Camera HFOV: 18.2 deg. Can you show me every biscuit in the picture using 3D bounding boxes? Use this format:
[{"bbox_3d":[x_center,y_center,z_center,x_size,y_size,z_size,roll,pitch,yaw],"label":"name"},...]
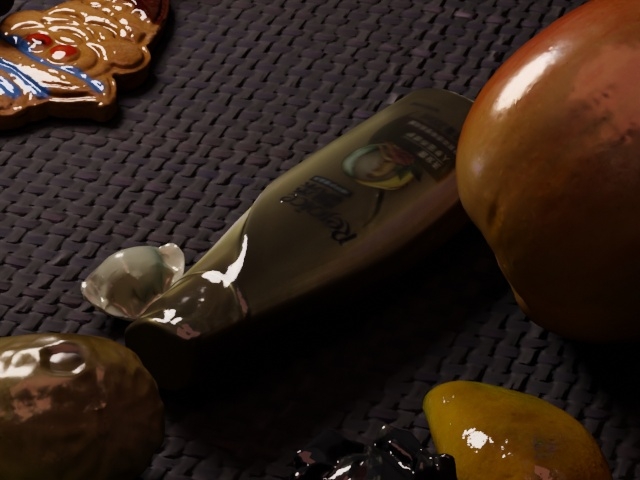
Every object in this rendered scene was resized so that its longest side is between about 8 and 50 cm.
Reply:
[{"bbox_3d":[-0.226,-0.165,1.770,0.183,0.043,0.280,25,47,27],"label":"biscuit"}]

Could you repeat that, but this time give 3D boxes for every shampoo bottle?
[{"bbox_3d":[0.000,0.000,1.490,0.125,0.084,0.350,29,47,32],"label":"shampoo bottle"}]

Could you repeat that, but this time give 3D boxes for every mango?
[{"bbox_3d":[0.128,0.141,1.312,0.101,0.066,0.187,-16,32,-20],"label":"mango"}]

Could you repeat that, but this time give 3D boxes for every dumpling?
[{"bbox_3d":[-0.136,0.034,1.487,0.077,0.043,0.059,-13,52,-40],"label":"dumpling"}]

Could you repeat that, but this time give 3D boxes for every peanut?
[{"bbox_3d":[-0.221,0.115,1.322,0.236,0.110,0.120,1,45,7],"label":"peanut"}]

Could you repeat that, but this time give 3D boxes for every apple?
[{"bbox_3d":[0.214,-0.046,1.418,0.241,0.242,0.242,-30,42,-10],"label":"apple"}]

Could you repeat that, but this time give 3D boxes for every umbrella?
[{"bbox_3d":[0.099,0.191,1.203,0.272,0.110,0.122,21,83,32],"label":"umbrella"}]

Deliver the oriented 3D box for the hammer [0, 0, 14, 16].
[{"bbox_3d":[-0.136,-0.274,1.878,0.439,0.044,0.168,-14,18,-21],"label":"hammer"}]
